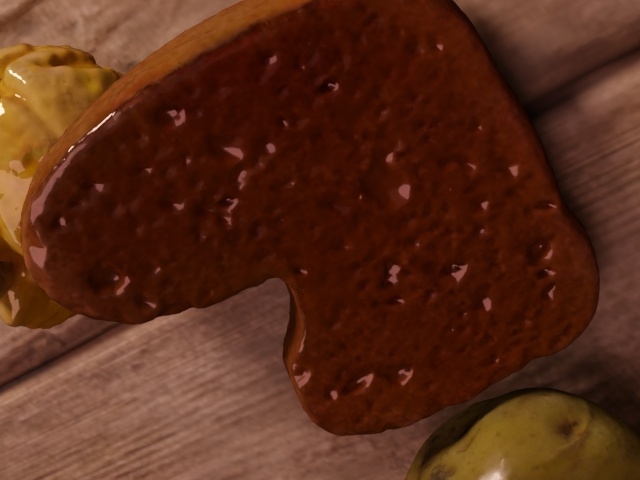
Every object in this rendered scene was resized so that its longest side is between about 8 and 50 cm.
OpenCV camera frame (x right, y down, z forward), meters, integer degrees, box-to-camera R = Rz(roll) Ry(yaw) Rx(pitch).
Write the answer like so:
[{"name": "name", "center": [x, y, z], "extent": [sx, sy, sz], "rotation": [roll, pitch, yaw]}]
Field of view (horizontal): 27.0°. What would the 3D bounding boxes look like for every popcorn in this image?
[{"name": "popcorn", "center": [-0.151, -0.032, 0.769], "extent": [0.152, 0.148, 0.167], "rotation": [16, 119, 47]}]

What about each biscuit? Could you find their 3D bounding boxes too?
[{"name": "biscuit", "center": [0.000, -0.001, 0.731], "extent": [0.262, 0.052, 0.277], "rotation": [-34, 118, 4]}]

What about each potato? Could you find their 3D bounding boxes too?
[{"name": "potato", "center": [0.149, 0.197, 0.836], "extent": [0.228, 0.148, 0.197], "rotation": [40, 116, -15]}]
